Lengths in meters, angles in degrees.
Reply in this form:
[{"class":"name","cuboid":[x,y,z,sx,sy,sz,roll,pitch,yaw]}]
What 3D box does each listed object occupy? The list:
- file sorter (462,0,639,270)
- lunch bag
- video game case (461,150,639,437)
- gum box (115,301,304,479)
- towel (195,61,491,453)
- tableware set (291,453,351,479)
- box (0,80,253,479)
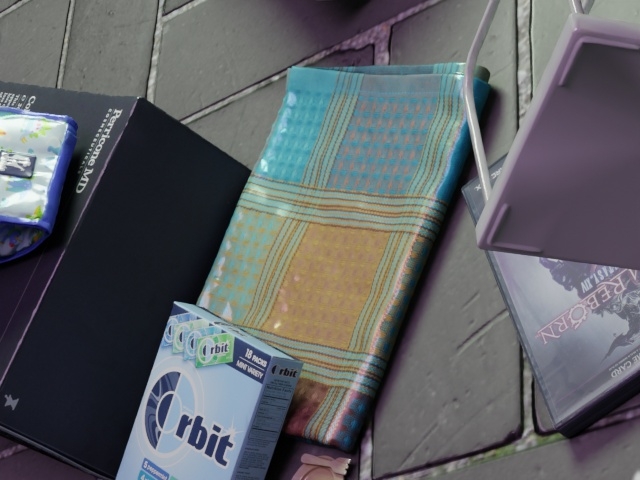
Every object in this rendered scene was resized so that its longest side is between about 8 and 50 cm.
[{"class":"file sorter","cuboid":[0.257,-0.102,1.194,0.173,0.277,0.193,-94,17,-44]},{"class":"lunch bag","cuboid":[-0.304,-0.051,1.642,0.151,0.096,0.129,-8,56,25]},{"class":"video game case","cuboid":[0.227,-0.002,1.393,0.196,0.026,0.274,-38,42,21]},{"class":"gum box","cuboid":[-0.104,0.167,1.564,0.157,0.041,0.184,25,97,48]},{"class":"towel","cuboid":[0.000,0.000,1.613,0.271,0.040,0.370,7,70,48]},{"class":"tableware set","cuboid":[-0.009,0.262,1.458,0.141,0.020,0.169,27,85,51]},{"class":"box","cuboid":[-0.281,0.030,1.769,0.312,0.179,0.343,12,74,49]}]
